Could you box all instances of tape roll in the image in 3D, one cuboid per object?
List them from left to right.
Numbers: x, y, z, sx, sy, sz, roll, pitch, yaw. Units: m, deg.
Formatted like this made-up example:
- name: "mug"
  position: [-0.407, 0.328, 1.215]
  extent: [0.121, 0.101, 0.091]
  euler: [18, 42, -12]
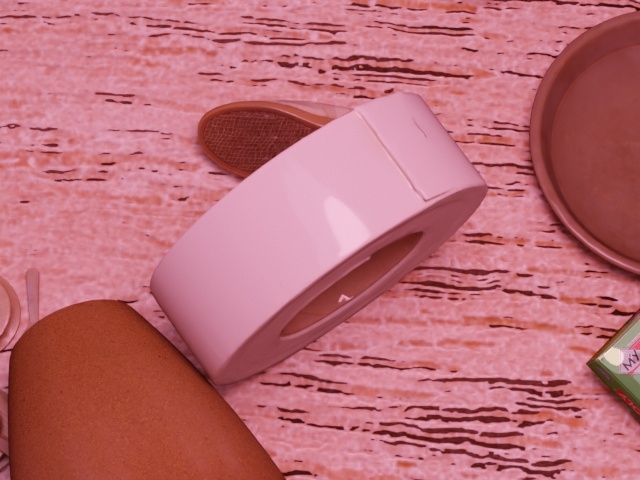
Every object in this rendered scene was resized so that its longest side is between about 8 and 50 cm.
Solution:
- name: "tape roll"
  position: [0.000, 0.000, 1.360]
  extent: [0.286, 0.286, 0.100]
  euler: [-33, 78, -13]

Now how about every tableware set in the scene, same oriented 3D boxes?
- name: "tableware set"
  position: [-0.309, 0.113, 1.441]
  extent: [0.128, 0.039, 0.194]
  euler: [-5, 71, -4]

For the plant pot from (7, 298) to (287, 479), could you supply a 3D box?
- name: "plant pot"
  position: [-0.161, 0.182, 1.341]
  extent: [0.237, 0.237, 0.254]
  euler: [-23, 61, -10]

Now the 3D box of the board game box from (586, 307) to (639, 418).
- name: "board game box"
  position: [0.422, 0.074, 1.450]
  extent: [0.317, 0.046, 0.213]
  euler: [-43, 85, -9]

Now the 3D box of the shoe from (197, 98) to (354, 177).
- name: "shoe"
  position: [-0.005, -0.090, 1.521]
  extent: [0.219, 0.058, 0.076]
  euler: [7, 103, 4]

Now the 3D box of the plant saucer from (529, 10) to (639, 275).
- name: "plant saucer"
  position: [0.332, -0.087, 1.536]
  extent: [0.278, 0.041, 0.278]
  euler: [1, 71, -3]
